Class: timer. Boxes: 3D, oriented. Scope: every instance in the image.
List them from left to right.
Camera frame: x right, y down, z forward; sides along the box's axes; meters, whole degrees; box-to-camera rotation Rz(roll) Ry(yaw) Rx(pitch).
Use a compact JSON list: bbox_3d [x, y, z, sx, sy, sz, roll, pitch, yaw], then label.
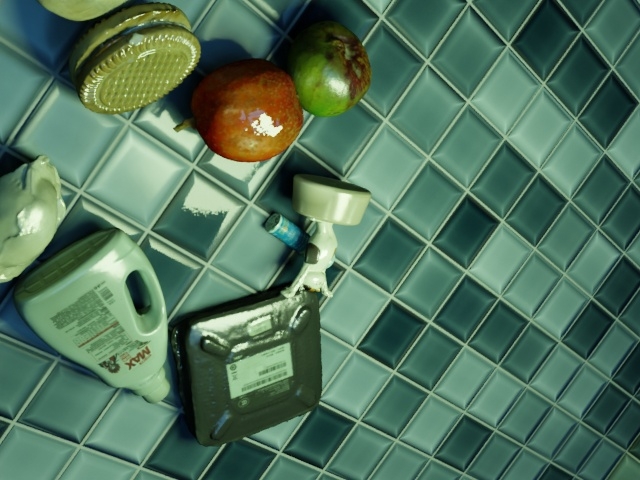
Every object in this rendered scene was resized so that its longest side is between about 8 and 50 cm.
[{"bbox_3d":[0.000,0.000,1.784,0.175,0.175,0.266,6,102,-31],"label":"timer"}]

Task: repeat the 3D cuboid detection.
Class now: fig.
[{"bbox_3d":[0.014,-0.344,1.665,0.181,0.181,0.191,-10,144,-26],"label":"fig"}]

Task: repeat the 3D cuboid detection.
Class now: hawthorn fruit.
[{"bbox_3d":[-0.165,-0.249,1.589,0.253,0.205,0.205,-20,120,-15],"label":"hawthorn fruit"}]

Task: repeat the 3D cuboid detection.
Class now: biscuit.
[{"bbox_3d":[-0.333,-0.325,1.454,0.259,0.259,0.079,-27,79,-17],"label":"biscuit"}]

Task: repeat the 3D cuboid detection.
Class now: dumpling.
[{"bbox_3d":[-0.554,-0.035,1.498,0.258,0.147,0.193,-64,166,-5],"label":"dumpling"}]

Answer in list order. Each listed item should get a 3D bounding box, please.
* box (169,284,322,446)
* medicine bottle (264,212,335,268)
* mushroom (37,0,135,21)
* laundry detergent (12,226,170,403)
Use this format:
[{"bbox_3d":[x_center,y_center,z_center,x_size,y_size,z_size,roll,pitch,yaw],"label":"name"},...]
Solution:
[{"bbox_3d":[-0.159,0.294,1.893,0.359,0.091,0.350,-16,118,-25],"label":"box"},{"bbox_3d":[-0.045,0.002,1.851,0.191,0.051,0.051,35,92,-35],"label":"medicine bottle"},{"bbox_3d":[-0.424,-0.481,1.332,0.234,0.253,0.260,0,138,14],"label":"mushroom"},{"bbox_3d":[-0.420,0.184,1.678,0.264,0.125,0.397,-36,125,-12],"label":"laundry detergent"}]
